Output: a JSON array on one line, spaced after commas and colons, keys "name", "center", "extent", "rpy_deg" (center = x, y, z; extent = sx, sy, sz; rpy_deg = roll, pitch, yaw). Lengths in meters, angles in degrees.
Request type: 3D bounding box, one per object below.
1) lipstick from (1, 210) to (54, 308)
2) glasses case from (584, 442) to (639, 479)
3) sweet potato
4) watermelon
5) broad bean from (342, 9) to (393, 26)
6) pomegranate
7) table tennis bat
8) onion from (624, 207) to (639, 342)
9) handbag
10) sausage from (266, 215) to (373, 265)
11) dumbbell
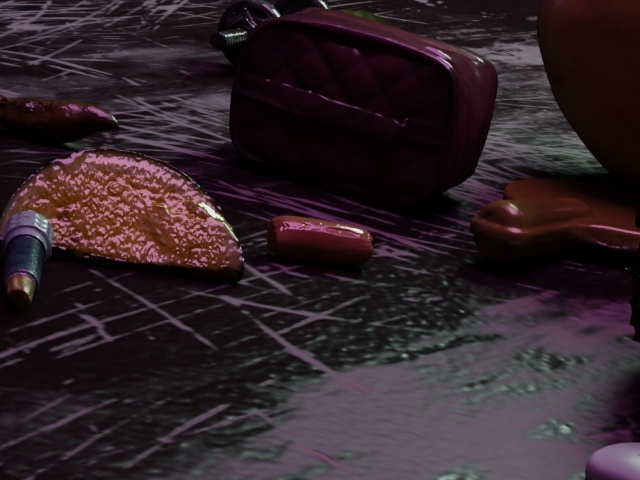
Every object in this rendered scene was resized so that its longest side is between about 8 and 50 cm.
[{"name": "lipstick", "center": [-0.204, 0.018, 1.312], "extent": [0.037, 0.037, 0.116], "rpy_deg": [9, 23, -8]}, {"name": "glasses case", "center": [0.234, 0.167, 1.086], "extent": [0.076, 0.049, 0.197], "rpy_deg": [-6, 24, -41]}, {"name": "sweet potato", "center": [-0.246, -0.106, 1.656], "extent": [0.153, 0.038, 0.041], "rpy_deg": [9, -6, 20]}, {"name": "watermelon", "center": [-0.149, -0.011, 1.429], "extent": [0.181, 0.075, 0.092], "rpy_deg": [7, 62, -10]}, {"name": "broad bean", "center": [0.078, -0.206, 2.093], "extent": [0.153, 0.072, 0.206], "rpy_deg": [35, 20, 11]}, {"name": "pomegranate", "center": [0.391, -0.215, 1.802], "extent": [0.411, 0.411, 0.411], "rpy_deg": [10, 18, -3]}, {"name": "table tennis bat", "center": [0.230, -0.019, 1.658], "extent": [0.198, 0.050, 0.321], "rpy_deg": [22, 17, 33]}, {"name": "onion", "center": [0.319, 0.034, 1.300], "extent": [0.221, 0.281, 0.281], "rpy_deg": [44, 18, -6]}, {"name": "handbag", "center": [0.037, -0.120, 1.691], "extent": [0.225, 0.146, 0.135], "rpy_deg": [19, 16, 16]}, {"name": "sausage", "center": [0.000, 0.000, 1.481], "extent": [0.083, 0.034, 0.034], "rpy_deg": [7, 18, -15]}, {"name": "dumbbell", "center": [-0.046, -0.227, 2.072], "extent": [0.081, 0.082, 0.254], "rpy_deg": [19, 20, 24]}]
